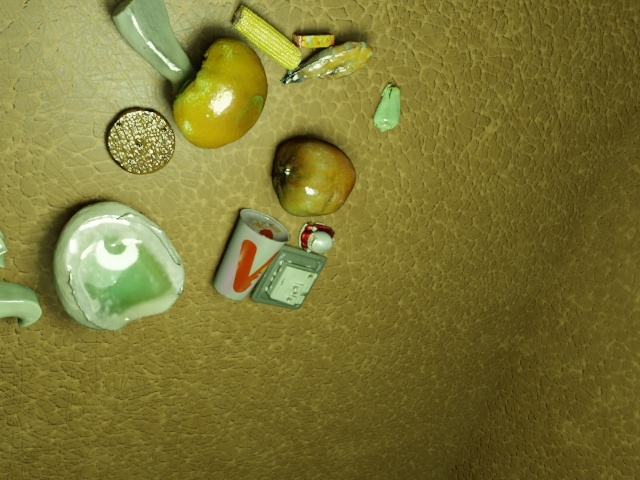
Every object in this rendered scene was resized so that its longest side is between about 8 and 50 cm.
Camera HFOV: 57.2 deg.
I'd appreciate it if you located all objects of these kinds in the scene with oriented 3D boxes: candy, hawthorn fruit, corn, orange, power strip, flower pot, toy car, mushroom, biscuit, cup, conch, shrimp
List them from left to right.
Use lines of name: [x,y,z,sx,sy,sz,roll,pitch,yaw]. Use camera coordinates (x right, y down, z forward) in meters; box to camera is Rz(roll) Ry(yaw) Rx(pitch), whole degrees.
flower pot: [-1.005,0.128,1.713,0.254,0.164,0.368,-25,124,-20]
candy: [-0.648,0.076,1.856,0.386,0.186,0.427,-27,124,-23]
biscuit: [-0.545,-0.300,1.792,0.212,0.036,0.212,-13,124,-21]
mushroom: [-0.444,-0.552,1.651,0.159,0.122,0.329,-31,128,2]
orange: [-0.282,-0.421,1.725,0.335,0.196,0.262,-51,146,-2]
cup: [-0.256,0.060,2.067,0.203,0.203,0.288,19,113,-34]
corn: [-0.159,-0.612,1.791,0.248,0.081,0.081,29,101,-36]
power strip: [-0.108,0.156,2.243,0.251,0.092,0.257,19,108,-35]
candy: [-0.022,-0.636,1.862,0.121,0.062,0.038,-10,119,-23]
hawthorn fruit: [-0.009,-0.213,1.987,0.300,0.267,0.268,0,117,-38]
toy car: [0.000,0.000,2.202,0.139,0.112,0.112,1,116,-28]
shrimp: [0.023,-0.561,1.916,0.316,0.062,0.164,-21,157,3]
conch: [0.250,-0.469,2.099,0.105,0.079,0.170,2,109,-46]
